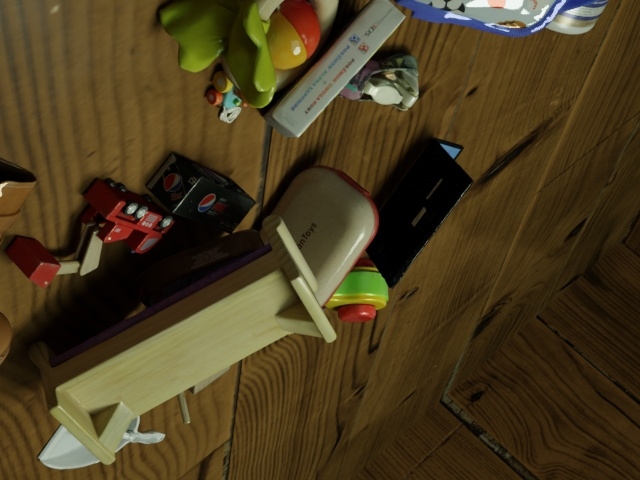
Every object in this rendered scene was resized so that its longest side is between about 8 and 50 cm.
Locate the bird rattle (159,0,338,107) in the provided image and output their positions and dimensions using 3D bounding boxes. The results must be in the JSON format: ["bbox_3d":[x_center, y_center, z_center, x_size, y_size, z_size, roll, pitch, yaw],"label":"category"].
[{"bbox_3d":[-0.046,-0.253,1.140,0.253,0.143,0.207,-54,161,-19],"label":"bird rattle"}]

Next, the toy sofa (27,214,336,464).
[{"bbox_3d":[-0.180,0.110,1.362,0.363,0.177,0.150,-28,137,1],"label":"toy sofa"}]

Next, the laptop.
[{"bbox_3d":[0.193,-0.049,1.897,0.137,0.264,0.234,26,108,-30],"label":"laptop"}]

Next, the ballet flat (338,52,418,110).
[{"bbox_3d":[0.091,-0.219,1.490,0.221,0.079,0.077,-13,139,-56],"label":"ballet flat"}]

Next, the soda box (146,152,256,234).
[{"bbox_3d":[-0.148,-0.058,1.346,0.060,0.053,0.169,-51,159,6],"label":"soda box"}]

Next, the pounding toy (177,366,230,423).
[{"bbox_3d":[-0.195,0.164,1.533,0.100,0.130,0.141,-34,155,-31],"label":"pounding toy"}]

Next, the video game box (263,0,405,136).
[{"bbox_3d":[0.011,-0.206,1.284,0.187,0.048,0.205,-50,-172,1],"label":"video game box"}]

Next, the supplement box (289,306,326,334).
[{"bbox_3d":[-0.037,0.132,1.899,0.083,0.043,0.055,-7,134,-59],"label":"supplement box"}]

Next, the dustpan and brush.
[{"bbox_3d":[-0.314,0.294,1.627,0.147,0.060,0.211,-53,158,12],"label":"dustpan and brush"}]

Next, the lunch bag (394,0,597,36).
[{"bbox_3d":[0.271,-0.430,1.251,0.385,0.239,0.328,-22,153,-40],"label":"lunch bag"}]

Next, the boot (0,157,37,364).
[{"bbox_3d":[-0.354,0.015,1.042,0.220,0.109,0.283,-53,151,3],"label":"boot"}]

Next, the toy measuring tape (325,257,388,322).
[{"bbox_3d":[0.050,0.073,1.858,0.121,0.121,0.330,-48,158,-1],"label":"toy measuring tape"}]

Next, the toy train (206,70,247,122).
[{"bbox_3d":[-0.060,-0.205,1.271,0.166,0.046,0.125,-48,158,-2],"label":"toy train"}]

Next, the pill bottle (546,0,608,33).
[{"bbox_3d":[0.395,-0.453,1.564,0.153,0.153,0.264,-26,150,-44],"label":"pill bottle"}]

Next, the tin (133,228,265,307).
[{"bbox_3d":[-0.161,0.040,1.444,0.190,0.040,0.106,-21,158,-22],"label":"tin"}]

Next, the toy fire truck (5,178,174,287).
[{"bbox_3d":[-0.262,-0.003,1.233,0.135,0.047,0.192,-50,160,6],"label":"toy fire truck"}]

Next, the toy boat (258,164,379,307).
[{"bbox_3d":[0.000,0.000,1.603,0.231,0.151,0.151,-55,162,19],"label":"toy boat"}]
